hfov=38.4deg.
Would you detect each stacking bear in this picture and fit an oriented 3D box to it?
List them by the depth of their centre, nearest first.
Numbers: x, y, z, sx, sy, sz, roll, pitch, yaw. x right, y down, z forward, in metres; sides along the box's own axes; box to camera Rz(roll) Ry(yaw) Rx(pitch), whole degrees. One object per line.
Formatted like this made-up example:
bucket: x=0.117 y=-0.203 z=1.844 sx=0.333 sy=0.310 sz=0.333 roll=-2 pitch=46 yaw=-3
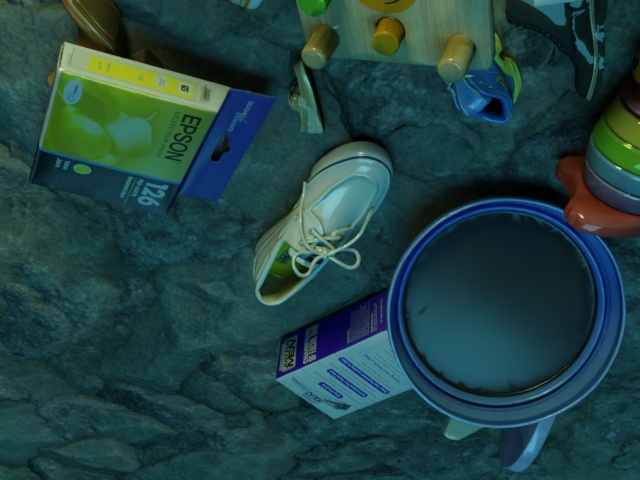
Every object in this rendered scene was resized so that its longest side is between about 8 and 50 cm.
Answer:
stacking bear: x=0.466 y=-0.161 z=1.299 sx=0.164 sy=0.175 sz=0.289 roll=11 pitch=130 yaw=-4

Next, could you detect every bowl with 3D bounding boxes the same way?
bowl: x=0.302 y=0.115 z=1.525 sx=0.390 sy=0.077 sz=0.392 roll=0 pitch=102 yaw=1

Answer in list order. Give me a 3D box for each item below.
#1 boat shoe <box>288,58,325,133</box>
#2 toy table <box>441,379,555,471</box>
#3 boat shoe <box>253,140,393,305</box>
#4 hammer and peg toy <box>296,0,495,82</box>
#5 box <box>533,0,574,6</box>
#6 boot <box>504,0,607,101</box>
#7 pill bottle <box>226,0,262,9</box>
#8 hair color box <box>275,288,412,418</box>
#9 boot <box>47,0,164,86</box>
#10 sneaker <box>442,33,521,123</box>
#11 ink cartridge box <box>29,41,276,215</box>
boat shoe: x=-0.026 y=-0.208 z=1.362 sx=0.045 sy=0.050 sz=0.135 roll=-9 pitch=136 yaw=7
toy table: x=0.345 y=0.279 z=1.729 sx=0.160 sy=0.274 sz=0.252 roll=21 pitch=168 yaw=-7
boat shoe: x=-0.008 y=-0.003 z=1.504 sx=0.135 sy=0.157 sz=0.367 roll=27 pitch=133 yaw=-23
hammer and peg toy: x=0.074 y=-0.352 z=1.057 sx=0.265 sy=0.127 sz=0.361 roll=10 pitch=142 yaw=21
box: x=0.304 y=-0.366 z=1.071 sx=0.130 sy=0.171 sz=0.091 roll=-6 pitch=138 yaw=12
boot: x=0.315 y=-0.281 z=1.245 sx=0.136 sy=0.077 sz=0.198 roll=-2 pitch=124 yaw=14
pill bottle: x=-0.163 y=-0.377 z=1.140 sx=0.216 sy=0.121 sz=0.121 roll=16 pitch=136 yaw=-12
hair color box: x=0.100 y=0.214 z=1.769 sx=0.338 sy=0.110 sz=0.185 roll=-28 pitch=129 yaw=29
boot: x=-0.339 y=-0.266 z=1.316 sx=0.152 sy=0.073 sz=0.197 roll=-18 pitch=130 yaw=29
sneaker: x=0.195 y=-0.247 z=1.243 sx=0.240 sy=0.126 sz=0.091 roll=34 pitch=130 yaw=-29
ink cartridge box: x=-0.261 y=-0.145 z=1.384 sx=0.307 sy=0.072 sz=0.304 roll=15 pitch=146 yaw=-17
